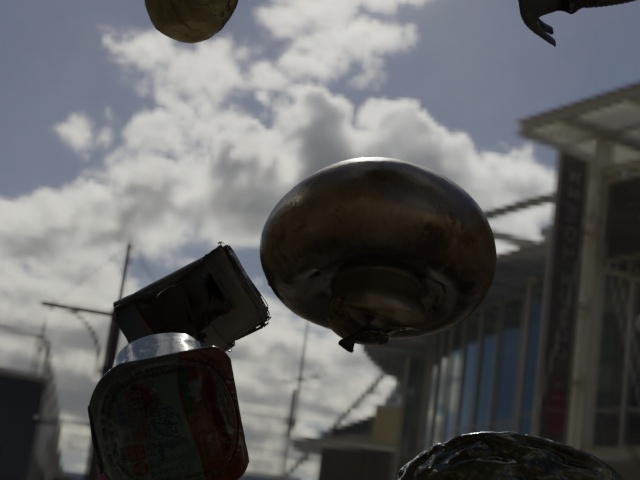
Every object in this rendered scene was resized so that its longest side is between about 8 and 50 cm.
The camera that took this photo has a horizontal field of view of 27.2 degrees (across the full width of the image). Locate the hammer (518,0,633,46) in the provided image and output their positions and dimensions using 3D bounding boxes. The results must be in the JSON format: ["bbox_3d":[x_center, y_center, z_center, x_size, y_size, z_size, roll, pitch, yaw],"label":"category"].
[{"bbox_3d":[0.393,-0.357,1.878,0.226,0.041,0.159,-12,-37,7],"label":"hammer"}]

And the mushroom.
[{"bbox_3d":[0.084,0.048,1.988,0.362,0.295,0.362,3,-31,2],"label":"mushroom"}]

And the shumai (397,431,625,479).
[{"bbox_3d":[0.287,0.499,2.043,0.397,0.323,0.324,8,-46,13],"label":"shumai"}]

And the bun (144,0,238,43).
[{"bbox_3d":[-0.237,-0.467,2.347,0.134,0.221,0.220,12,-14,-42],"label":"bun"}]

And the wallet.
[{"bbox_3d":[-0.212,0.123,2.181,0.231,0.170,0.069,-29,3,7],"label":"wallet"}]

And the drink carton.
[{"bbox_3d":[-0.207,0.209,1.740,0.191,0.186,0.189,-12,18,-6],"label":"drink carton"}]
